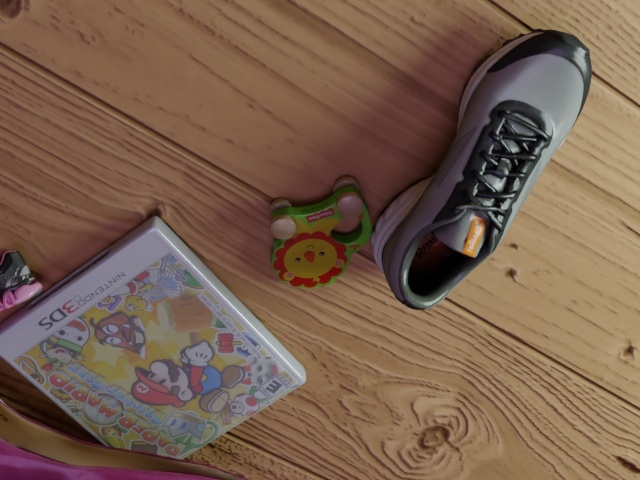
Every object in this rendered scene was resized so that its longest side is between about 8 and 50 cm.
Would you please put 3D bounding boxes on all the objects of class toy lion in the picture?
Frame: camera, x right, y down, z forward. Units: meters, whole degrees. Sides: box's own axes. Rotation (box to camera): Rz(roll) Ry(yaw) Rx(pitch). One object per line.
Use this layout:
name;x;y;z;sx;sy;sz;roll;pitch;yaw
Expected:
toy lion;0.000;0.000;0.960;0.100;0.034;0.096;-19;128;6

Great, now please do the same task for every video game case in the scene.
video game case;-0.162;0.111;1.014;0.206;0.026;0.227;-34;118;15

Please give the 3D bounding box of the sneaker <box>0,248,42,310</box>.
sneaker;-0.312;0.043;0.957;0.119;0.047;0.057;-21;98;7

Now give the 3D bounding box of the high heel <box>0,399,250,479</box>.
high heel;-0.242;0.173;0.995;0.181;0.127;0.377;-43;107;0

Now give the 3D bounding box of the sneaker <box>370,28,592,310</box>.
sneaker;0.142;-0.051;0.895;0.100;0.108;0.271;25;115;-16
